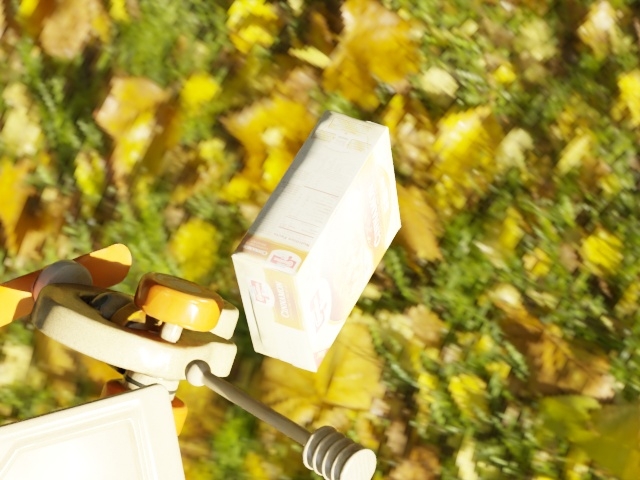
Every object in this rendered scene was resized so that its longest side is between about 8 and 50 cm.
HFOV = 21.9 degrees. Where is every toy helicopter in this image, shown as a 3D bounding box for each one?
[{"bbox_3d":[-0.186,0.079,1.680,0.235,0.355,0.140,20,97,15],"label":"toy helicopter"}]

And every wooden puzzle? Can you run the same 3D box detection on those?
[{"bbox_3d":[-0.205,0.235,1.213,0.044,0.238,0.221,15,117,62],"label":"wooden puzzle"}]

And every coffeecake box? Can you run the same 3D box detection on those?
[{"bbox_3d":[0.000,0.000,1.495,0.068,0.142,0.185,17,55,21],"label":"coffeecake box"}]

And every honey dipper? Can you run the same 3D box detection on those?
[{"bbox_3d":[-0.032,0.111,1.046,0.160,0.030,0.030,27,90,38],"label":"honey dipper"}]
